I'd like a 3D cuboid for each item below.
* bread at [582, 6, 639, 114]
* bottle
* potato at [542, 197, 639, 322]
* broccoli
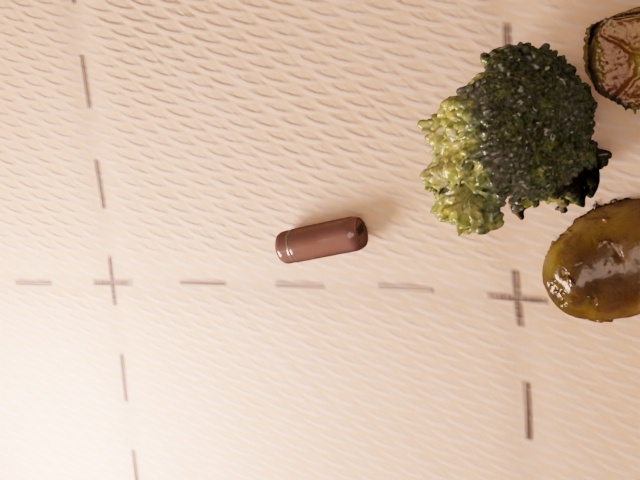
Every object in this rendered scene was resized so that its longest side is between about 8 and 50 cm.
[{"bbox_3d":[0.399,-0.223,1.083,0.140,0.069,0.128,-11,99,23],"label":"bread"},{"bbox_3d":[0.000,0.000,1.328,0.140,0.053,0.053,-11,98,26],"label":"bottle"},{"bbox_3d":[0.385,0.030,1.148,0.200,0.081,0.164,-29,89,25],"label":"potato"},{"bbox_3d":[0.234,-0.105,1.133,0.243,0.247,0.263,-25,48,57],"label":"broccoli"}]
